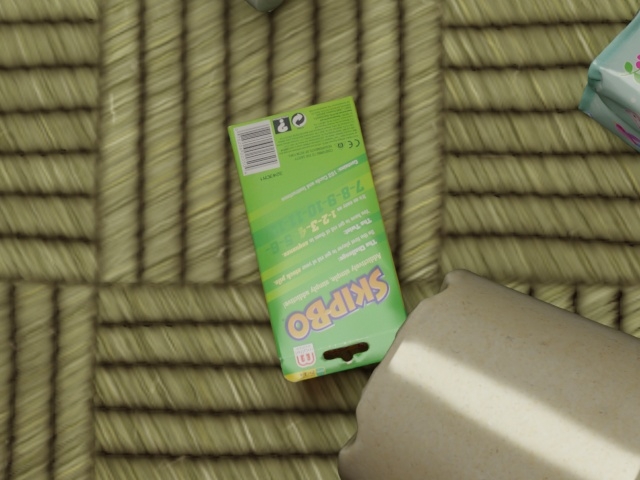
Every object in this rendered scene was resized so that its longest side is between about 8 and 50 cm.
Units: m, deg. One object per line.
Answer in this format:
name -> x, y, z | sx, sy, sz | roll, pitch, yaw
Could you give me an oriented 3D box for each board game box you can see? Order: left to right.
board game box -> 0.000, 0.000, 1.704 | 0.124, 0.039, 0.259 | -14, 70, 2

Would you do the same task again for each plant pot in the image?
plant pot -> 0.196, 0.189, 1.593 | 0.305, 0.334, 0.333 | 29, 89, 14

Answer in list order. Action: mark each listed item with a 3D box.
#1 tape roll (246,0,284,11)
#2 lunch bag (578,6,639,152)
tape roll -> -0.041, -0.351, 1.649 | 0.169, 0.246, 0.246 | 39, 89, 4
lunch bag -> 0.401, -0.172, 1.663 | 0.223, 0.160, 0.262 | 40, 82, 11
